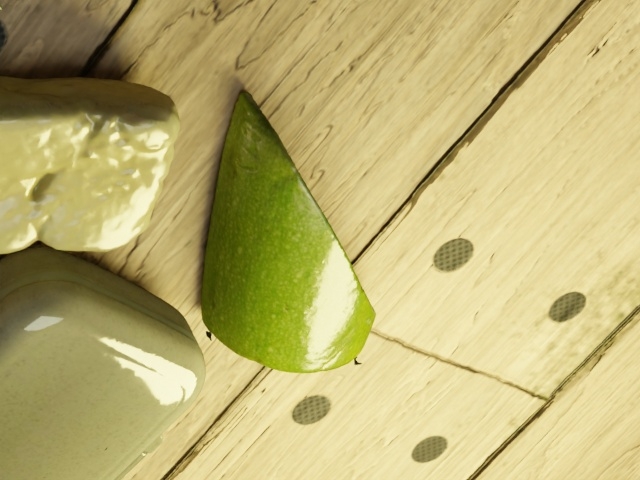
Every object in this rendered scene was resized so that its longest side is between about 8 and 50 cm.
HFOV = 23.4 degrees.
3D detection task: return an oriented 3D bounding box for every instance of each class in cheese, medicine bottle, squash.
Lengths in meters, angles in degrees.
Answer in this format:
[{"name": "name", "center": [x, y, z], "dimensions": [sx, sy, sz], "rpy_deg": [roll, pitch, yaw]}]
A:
[{"name": "cheese", "center": [-0.259, -0.070, 1.326], "dimensions": [0.263, 0.093, 0.159], "rpy_deg": [0, 127, -24]}, {"name": "medicine bottle", "center": [-0.305, 0.179, 1.507], "dimensions": [0.375, 0.123, 0.282], "rpy_deg": [-45, 132, 16]}, {"name": "squash", "center": [0.000, 0.000, 1.504], "dimensions": [0.203, 0.111, 0.289], "rpy_deg": [-4, 130, -25]}]

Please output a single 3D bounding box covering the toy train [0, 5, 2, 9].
[{"name": "toy train", "center": [-0.336, -0.206, 1.171], "dimensions": [0.132, 0.083, 0.200], "rpy_deg": [-31, 135, 8]}]
